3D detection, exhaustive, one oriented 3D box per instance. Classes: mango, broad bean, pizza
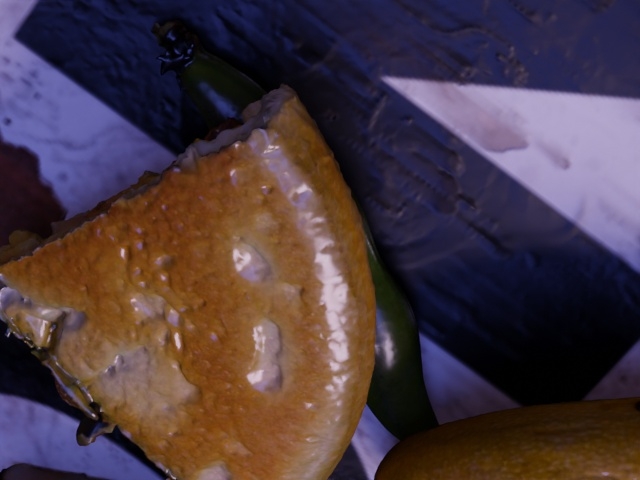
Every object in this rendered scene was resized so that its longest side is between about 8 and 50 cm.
[{"bbox_3d":[0.159,0.144,0.907,0.262,0.157,0.109,-7,74,8],"label":"mango"},{"bbox_3d":[0.001,0.000,0.918,0.060,0.043,0.297,-20,109,31],"label":"broad bean"},{"bbox_3d":[-0.077,0.034,0.902,0.229,0.081,0.289,9,126,13],"label":"pizza"}]

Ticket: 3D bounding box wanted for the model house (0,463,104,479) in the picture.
[{"bbox_3d":[-0.133,0.254,0.957,0.166,0.183,0.172,11,110,2],"label":"model house"}]
